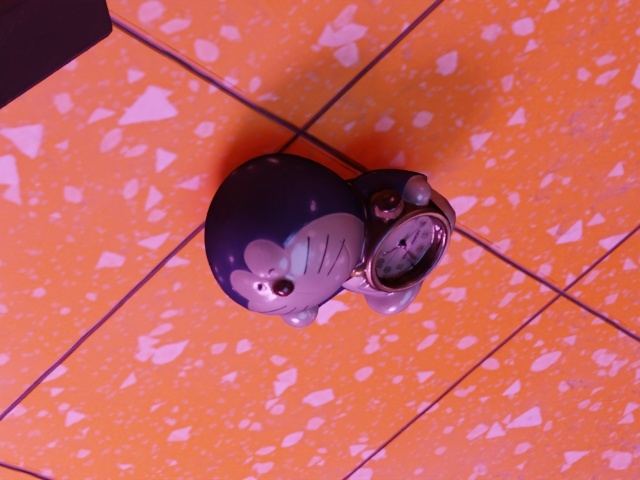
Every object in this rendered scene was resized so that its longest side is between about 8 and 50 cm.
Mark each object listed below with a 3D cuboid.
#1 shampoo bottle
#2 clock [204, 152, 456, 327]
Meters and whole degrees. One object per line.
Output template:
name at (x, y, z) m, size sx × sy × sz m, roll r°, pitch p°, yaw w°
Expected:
shampoo bottle at (-0.247, -0.159, 1.346) m, size 0.246 × 0.080 × 0.079 m, roll -42°, pitch 134°, yaw -40°
clock at (0.000, 0.000, 1.696) m, size 0.243 × 0.146 × 0.199 m, roll 4°, pitch 126°, yaw -40°
